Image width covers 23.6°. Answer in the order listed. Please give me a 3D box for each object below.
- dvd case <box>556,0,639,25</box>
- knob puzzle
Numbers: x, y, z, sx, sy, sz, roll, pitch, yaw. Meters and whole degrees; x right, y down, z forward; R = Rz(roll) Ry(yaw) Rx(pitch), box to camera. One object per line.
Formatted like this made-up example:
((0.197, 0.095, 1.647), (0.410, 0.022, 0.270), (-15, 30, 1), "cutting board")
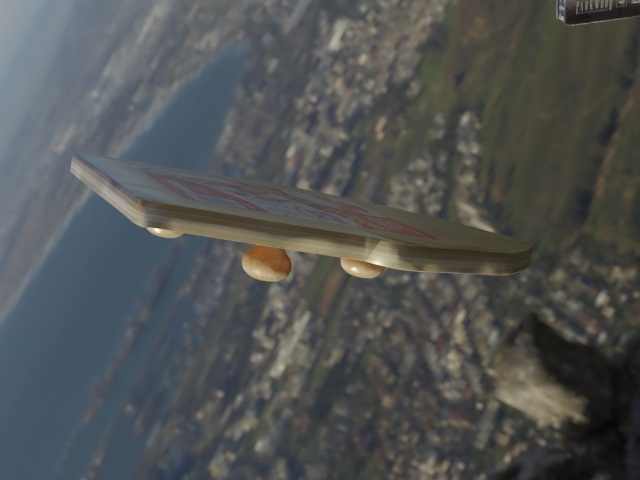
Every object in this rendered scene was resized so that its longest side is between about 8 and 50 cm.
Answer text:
((0.212, -0.232, 0.842), (0.018, 0.164, 0.221), (-114, 18, -57), "dvd case")
((0.000, 0.000, 0.648), (0.213, 0.213, 0.030), (-147, 67, -76), "knob puzzle")
